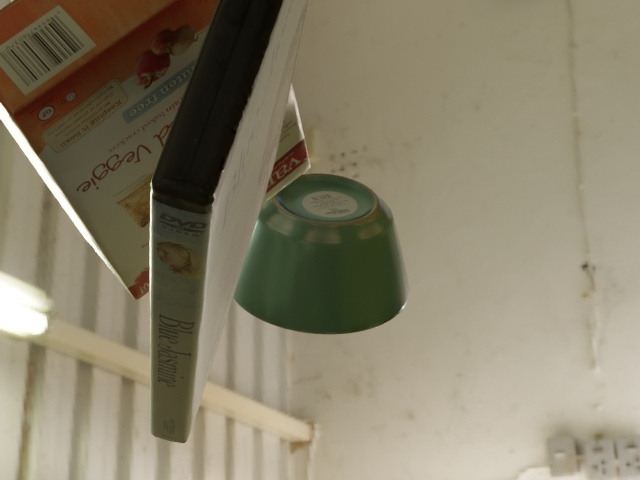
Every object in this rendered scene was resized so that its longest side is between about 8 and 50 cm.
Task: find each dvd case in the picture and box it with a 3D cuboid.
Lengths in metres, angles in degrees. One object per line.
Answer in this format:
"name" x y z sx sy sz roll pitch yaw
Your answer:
"dvd case" -0.036 -0.033 0.450 0.253 0.022 0.180 107 179 -62

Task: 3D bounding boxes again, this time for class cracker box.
"cracker box" -0.095 -0.075 0.631 0.067 0.155 0.232 46 167 23

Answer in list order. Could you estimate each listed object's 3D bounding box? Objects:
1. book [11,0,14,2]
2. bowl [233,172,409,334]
"book" -0.355 -0.279 1.258 0.096 0.035 0.144 120 144 -52
"bowl" 0.000 0.000 1.718 0.311 0.311 0.163 -56 -25 -57
